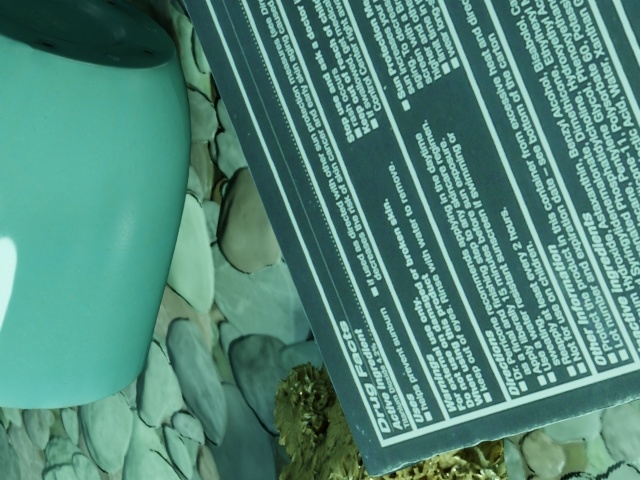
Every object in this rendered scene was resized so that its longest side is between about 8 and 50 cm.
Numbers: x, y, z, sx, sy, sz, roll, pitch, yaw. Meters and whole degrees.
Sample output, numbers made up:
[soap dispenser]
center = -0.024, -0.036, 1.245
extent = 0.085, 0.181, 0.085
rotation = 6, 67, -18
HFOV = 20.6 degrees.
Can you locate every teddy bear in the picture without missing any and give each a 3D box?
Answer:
[teddy bear]
center = 0.020, 0.198, 1.146
extent = 0.338, 0.113, 0.245
rotation = -66, 27, 20

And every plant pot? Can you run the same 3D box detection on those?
[plant pot]
center = -0.225, -0.060, 1.237
extent = 0.293, 0.293, 0.235
rotation = 38, 117, 35

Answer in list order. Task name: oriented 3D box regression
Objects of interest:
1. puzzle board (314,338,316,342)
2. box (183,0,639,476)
[puzzle board]
center = 0.000, 0.000, 1.132
extent = 0.096, 0.011, 0.128
rotation = 135, 136, -81
[box]
center = 0.110, -0.080, 0.777
extent = 0.294, 0.183, 0.296
rotation = -26, 84, 54
